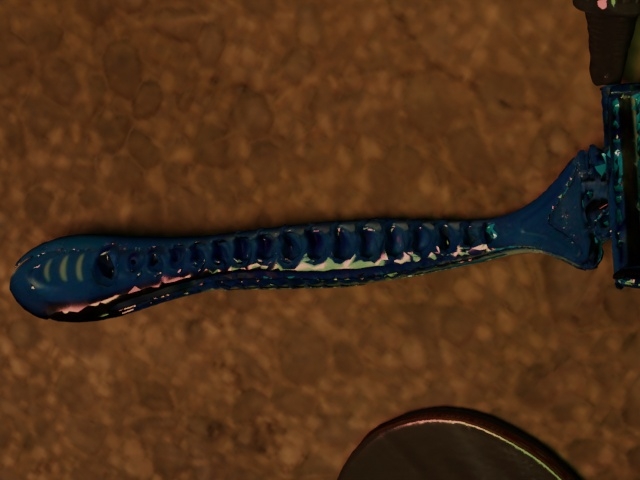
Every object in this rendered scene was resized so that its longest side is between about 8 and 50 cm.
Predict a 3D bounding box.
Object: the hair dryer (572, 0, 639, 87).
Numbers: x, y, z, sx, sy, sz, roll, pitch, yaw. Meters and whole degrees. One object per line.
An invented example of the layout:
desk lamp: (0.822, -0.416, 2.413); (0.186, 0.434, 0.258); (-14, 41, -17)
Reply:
hair dryer: (0.108, -0.185, 0.718); (0.128, 0.070, 0.255); (10, 112, 17)

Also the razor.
razor: (0.006, 0.004, 0.809); (0.324, 0.056, 0.093); (-10, 66, 23)

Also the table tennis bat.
table tennis bat: (0.097, 0.174, 0.842); (0.220, 0.019, 0.130); (45, 115, 4)
